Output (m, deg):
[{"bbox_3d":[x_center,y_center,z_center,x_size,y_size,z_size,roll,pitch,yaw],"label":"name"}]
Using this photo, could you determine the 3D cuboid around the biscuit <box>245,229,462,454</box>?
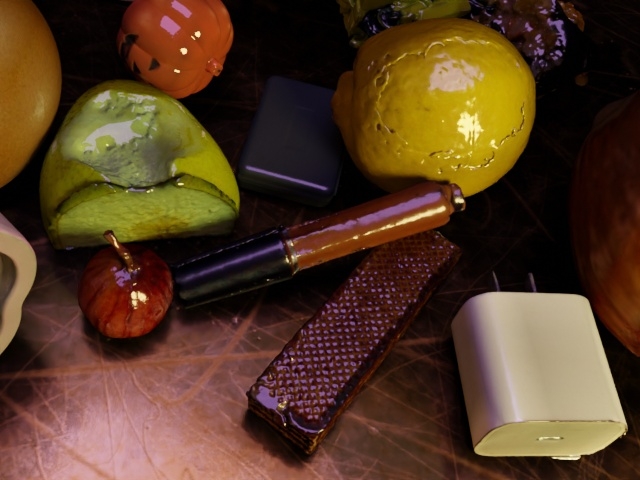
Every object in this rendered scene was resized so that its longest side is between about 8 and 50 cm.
[{"bbox_3d":[0.054,0.116,1.064,0.107,0.073,0.388,34,55,14],"label":"biscuit"}]

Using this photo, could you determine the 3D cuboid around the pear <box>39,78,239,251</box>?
[{"bbox_3d":[-0.260,-0.126,1.117,0.292,0.159,0.293,6,52,-7],"label":"pear"}]

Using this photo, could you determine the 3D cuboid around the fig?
[{"bbox_3d":[-0.251,0.050,1.014,0.128,0.151,0.128,15,15,-4],"label":"fig"}]

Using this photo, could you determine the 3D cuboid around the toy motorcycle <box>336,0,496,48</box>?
[{"bbox_3d":[0.183,-0.473,1.468,0.342,0.142,0.206,-26,63,-29],"label":"toy motorcycle"}]

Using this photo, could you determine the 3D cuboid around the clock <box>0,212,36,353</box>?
[{"bbox_3d":[-0.479,0.077,0.823,0.338,0.339,0.102,-35,66,-30],"label":"clock"}]

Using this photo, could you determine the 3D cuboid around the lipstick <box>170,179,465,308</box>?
[{"bbox_3d":[0.000,0.000,1.075,0.418,0.077,0.077,-18,60,-7],"label":"lipstick"}]

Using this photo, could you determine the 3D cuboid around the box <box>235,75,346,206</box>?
[{"bbox_3d":[-0.036,-0.163,1.255,0.160,0.050,0.230,14,53,-1],"label":"box"}]

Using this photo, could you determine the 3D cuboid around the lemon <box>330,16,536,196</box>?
[{"bbox_3d":[0.174,-0.198,1.187,0.296,0.297,0.297,6,54,-8],"label":"lemon"}]

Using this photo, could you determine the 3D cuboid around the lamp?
[{"bbox_3d":[-0.223,-0.316,1.237,0.163,0.188,0.188,38,56,7],"label":"lamp"}]

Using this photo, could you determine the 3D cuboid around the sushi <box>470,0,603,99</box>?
[{"bbox_3d":[0.393,-0.359,1.416,0.213,0.204,0.200,-11,80,24],"label":"sushi"}]

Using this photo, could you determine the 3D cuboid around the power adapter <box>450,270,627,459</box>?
[{"bbox_3d":[0.283,0.153,1.056,0.186,0.124,0.255,4,55,-11],"label":"power adapter"}]

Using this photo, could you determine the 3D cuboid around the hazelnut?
[{"bbox_3d":[0.525,-0.031,1.059,0.352,0.421,0.421,-22,61,-4],"label":"hazelnut"}]

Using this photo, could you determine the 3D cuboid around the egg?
[{"bbox_3d":[-0.498,-0.212,1.043,0.282,0.283,0.351,8,56,-7],"label":"egg"}]
